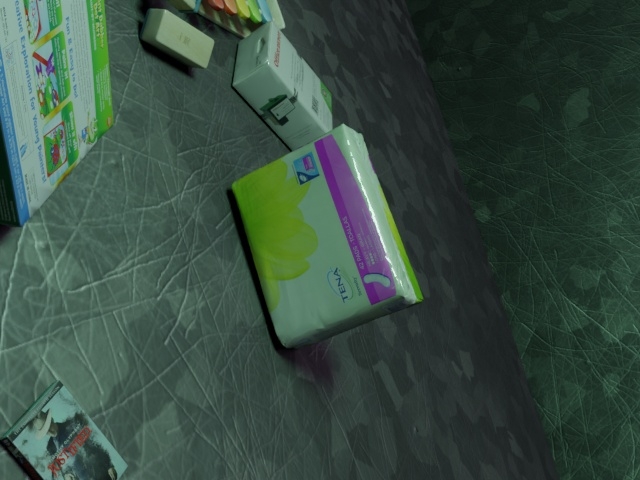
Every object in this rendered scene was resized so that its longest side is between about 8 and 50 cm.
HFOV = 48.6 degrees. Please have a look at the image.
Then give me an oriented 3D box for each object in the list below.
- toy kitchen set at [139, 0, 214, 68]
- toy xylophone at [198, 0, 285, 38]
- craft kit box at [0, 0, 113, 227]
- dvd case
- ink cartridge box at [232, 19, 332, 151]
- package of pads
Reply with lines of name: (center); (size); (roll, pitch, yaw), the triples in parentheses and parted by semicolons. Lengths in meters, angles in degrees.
toy kitchen set: (-0.259, -0.414, 1.191); (0.122, 0.166, 0.207); (20, 86, -57)
toy xylophone: (-0.200, -0.514, 1.370); (0.323, 0.081, 0.236); (-9, 75, -66)
craft kit box: (-0.294, -0.184, 0.741); (0.246, 0.061, 0.249); (-70, 170, -55)
dvd case: (-0.245, 0.208, 0.689); (0.119, 0.013, 0.087); (57, 25, -14)
ink cartridge box: (-0.071, -0.302, 1.417); (0.219, 0.093, 0.160); (45, 31, -36)
package of pads: (0.000, 0.000, 1.115); (0.101, 0.229, 0.296); (13, 55, -63)
